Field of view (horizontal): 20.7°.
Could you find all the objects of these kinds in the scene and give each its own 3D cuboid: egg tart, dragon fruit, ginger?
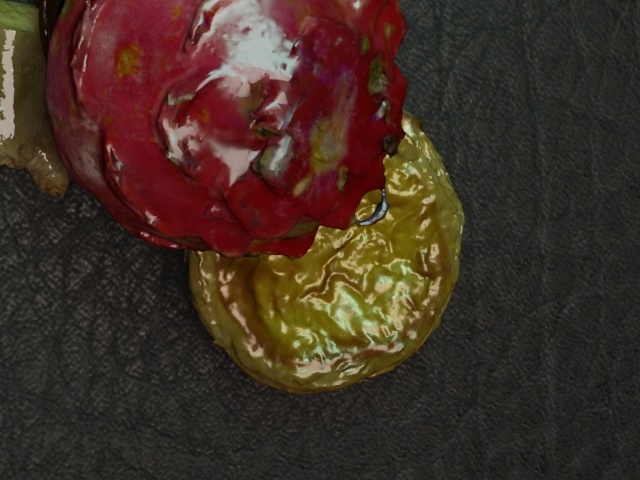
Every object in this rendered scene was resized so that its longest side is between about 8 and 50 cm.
[{"bbox_3d":[0.000,0.004,1.938,0.341,0.129,0.341,-2,97,-15],"label":"egg tart"},{"bbox_3d":[-0.065,-0.153,1.692,0.371,0.249,0.386,17,96,-32],"label":"dragon fruit"},{"bbox_3d":[-0.328,-0.147,1.860,0.137,0.074,0.213,-7,106,-16],"label":"ginger"}]

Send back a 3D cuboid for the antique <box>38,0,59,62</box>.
[{"bbox_3d":[-0.180,-0.229,1.834,0.223,0.129,0.278,-9,109,-38],"label":"antique"}]
